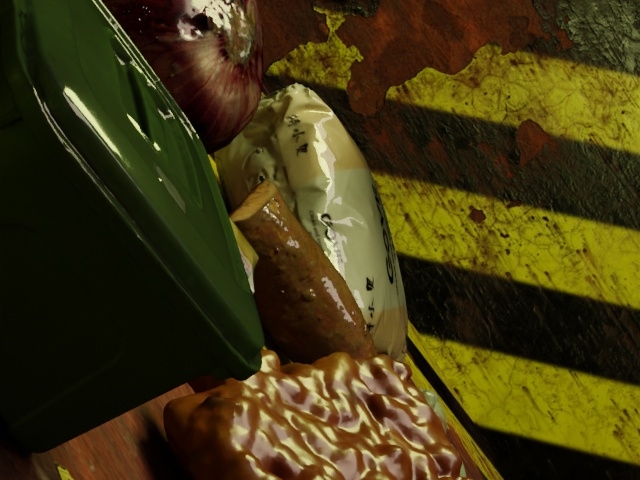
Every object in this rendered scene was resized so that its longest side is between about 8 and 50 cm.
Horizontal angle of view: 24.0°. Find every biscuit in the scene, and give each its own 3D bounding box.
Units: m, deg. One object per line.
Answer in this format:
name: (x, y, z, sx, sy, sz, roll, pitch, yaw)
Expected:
biscuit: (0.025, 0.224, 1.201, 0.318, 0.110, 0.312, 8, 42, -44)

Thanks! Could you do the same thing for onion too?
onion: (-0.178, -0.221, 1.757, 0.252, 0.219, 0.252, -7, 99, -53)

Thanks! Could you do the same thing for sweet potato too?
sweet potato: (-0.016, 0.084, 1.842, 0.337, 0.131, 0.131, 56, 7, -21)

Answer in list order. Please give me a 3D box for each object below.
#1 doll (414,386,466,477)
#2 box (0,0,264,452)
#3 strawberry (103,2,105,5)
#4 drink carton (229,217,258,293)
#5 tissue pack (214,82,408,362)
doll: (0.129, 0.283, 1.929, 0.275, 0.113, 0.155, -114, -153, -49)
box: (-0.180, -0.036, 0.969, 0.253, 0.178, 0.329, 56, 5, -29)
strawberry: (-0.280, -0.241, 1.454, 0.286, 0.106, 0.188, 57, 5, -2)
drink carton: (-0.108, 0.036, 1.580, 0.084, 0.074, 0.200, 56, 8, -11)
tissue pack: (0.000, 0.000, 2.122, 0.390, 0.195, 0.375, 34, 38, -75)
